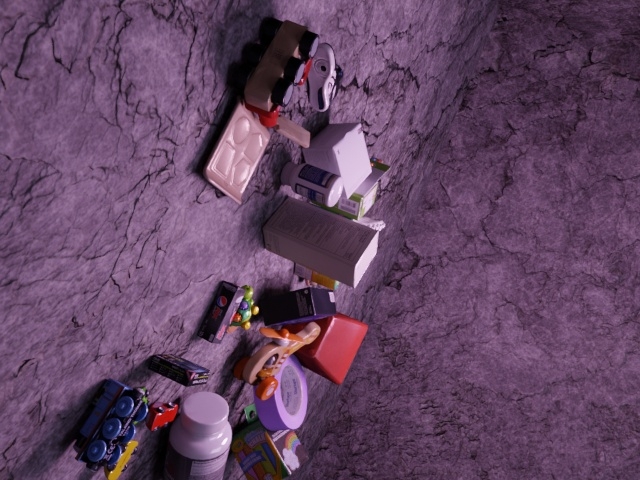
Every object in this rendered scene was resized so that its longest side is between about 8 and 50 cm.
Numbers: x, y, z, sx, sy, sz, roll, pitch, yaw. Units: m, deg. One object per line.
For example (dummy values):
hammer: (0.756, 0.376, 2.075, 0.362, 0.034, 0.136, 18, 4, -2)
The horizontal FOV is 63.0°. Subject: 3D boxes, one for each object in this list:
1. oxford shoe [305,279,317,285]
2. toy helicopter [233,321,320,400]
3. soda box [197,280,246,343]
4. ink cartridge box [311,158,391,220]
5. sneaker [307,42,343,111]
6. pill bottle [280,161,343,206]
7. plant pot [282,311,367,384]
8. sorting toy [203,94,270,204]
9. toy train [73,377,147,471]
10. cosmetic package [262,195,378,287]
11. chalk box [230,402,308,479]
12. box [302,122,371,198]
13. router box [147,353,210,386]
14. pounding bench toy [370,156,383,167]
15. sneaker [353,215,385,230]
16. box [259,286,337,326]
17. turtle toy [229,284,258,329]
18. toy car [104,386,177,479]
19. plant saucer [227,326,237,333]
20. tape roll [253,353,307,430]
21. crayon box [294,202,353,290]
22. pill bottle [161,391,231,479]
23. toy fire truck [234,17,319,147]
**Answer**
oxford shoe: (0.056, 0.033, 2.016, 0.348, 0.130, 0.123, -62, 160, -15)
toy helicopter: (-0.124, 0.362, 1.788, 0.355, 0.140, 0.235, -26, 141, -44)
soda box: (-0.274, 0.200, 1.453, 0.169, 0.053, 0.060, -65, 161, -5)
ink cartridge box: (0.112, -0.197, 1.819, 0.255, 0.189, 0.097, -46, 152, -45)
sneaker: (0.018, -0.476, 1.446, 0.121, 0.079, 0.217, -59, 168, -30)
pill bottle: (-0.027, -0.169, 1.515, 0.094, 0.169, 0.094, -53, 157, -34)
plant pot: (-0.013, 0.377, 2.064, 0.267, 0.267, 0.236, -63, 149, -12)
sorting toy: (-0.198, -0.209, 1.231, 0.193, 0.038, 0.208, 43, 66, -70)
toy train: (-0.452, 0.392, 1.118, 0.184, 0.105, 0.080, -61, 151, -19)
cosmetic package: (0.000, 0.000, 1.562, 0.160, 0.309, 0.113, -53, 157, -33)
chalk box: (-0.215, 0.766, 1.985, 0.179, 0.289, 0.180, -37, 165, 16)
box: (0.056, -0.252, 1.641, 0.181, 0.119, 0.182, -49, 133, -41)
router box: (-0.347, 0.318, 1.287, 0.038, 0.122, 0.092, -70, 161, -5)
pounding bench toy: (0.226, -0.301, 2.211, 0.083, 0.052, 0.065, -59, 159, -22)
sneaker: (0.120, -0.067, 1.955, 0.292, 0.118, 0.110, -5, 163, -35)
box: (-0.069, 0.230, 1.804, 0.261, 0.184, 0.103, 22, 57, -70)
turtle toy: (-0.233, 0.192, 1.516, 0.066, 0.095, 0.130, 46, 66, -47)
toy car: (-0.444, 0.426, 1.258, 0.239, 0.053, 0.225, -45, 151, -48)
plant saucer: (-0.262, 0.246, 1.595, 0.083, 0.013, 0.083, -53, 157, -34)
tape roll: (-0.145, 0.561, 1.943, 0.275, 0.090, 0.275, -13, 90, -71)
crayon box: (0.008, 0.026, 1.826, 0.081, 0.165, 0.278, -50, 155, -48)
pill bottle: (-0.354, 0.602, 1.507, 0.176, 0.176, 0.318, -30, 139, -60)
toy fire truck: (-0.078, -0.350, 1.228, 0.246, 0.158, 0.217, 97, 17, -69)
